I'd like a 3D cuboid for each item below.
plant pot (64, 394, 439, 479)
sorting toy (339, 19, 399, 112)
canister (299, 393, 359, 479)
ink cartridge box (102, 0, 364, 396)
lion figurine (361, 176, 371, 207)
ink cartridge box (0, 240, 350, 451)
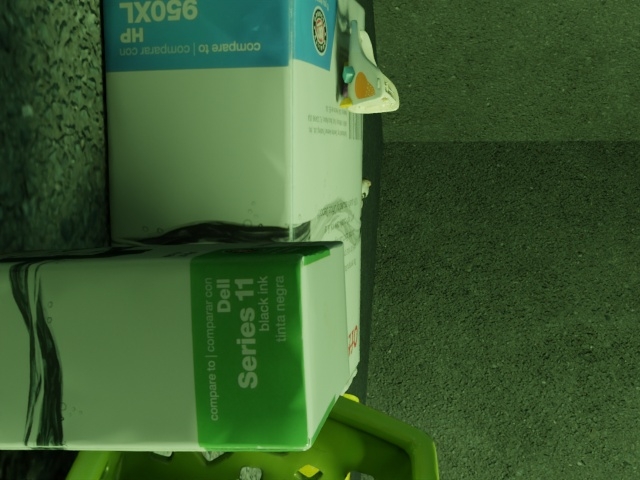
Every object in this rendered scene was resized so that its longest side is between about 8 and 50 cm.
[{"bbox_3d":[-0.066,0.233,0.491,0.228,0.227,0.207,-76,-170,-59],"label":"plant pot"},{"bbox_3d":[0.039,-0.155,0.674,0.083,0.044,0.075,-9,92,-76],"label":"sorting toy"},{"bbox_3d":[-0.003,0.354,1.311,0.073,0.126,0.170,77,19,-58],"label":"canister"},{"bbox_3d":[-0.061,-0.039,0.709,0.285,0.166,0.395,-25,116,-75],"label":"ink cartridge box"},{"bbox_3d":[0.000,0.000,1.364,0.392,0.142,0.240,115,-30,-77],"label":"lion figurine"},{"bbox_3d":[-0.096,0.047,0.396,0.153,0.208,0.087,-18,106,-82],"label":"ink cartridge box"}]
